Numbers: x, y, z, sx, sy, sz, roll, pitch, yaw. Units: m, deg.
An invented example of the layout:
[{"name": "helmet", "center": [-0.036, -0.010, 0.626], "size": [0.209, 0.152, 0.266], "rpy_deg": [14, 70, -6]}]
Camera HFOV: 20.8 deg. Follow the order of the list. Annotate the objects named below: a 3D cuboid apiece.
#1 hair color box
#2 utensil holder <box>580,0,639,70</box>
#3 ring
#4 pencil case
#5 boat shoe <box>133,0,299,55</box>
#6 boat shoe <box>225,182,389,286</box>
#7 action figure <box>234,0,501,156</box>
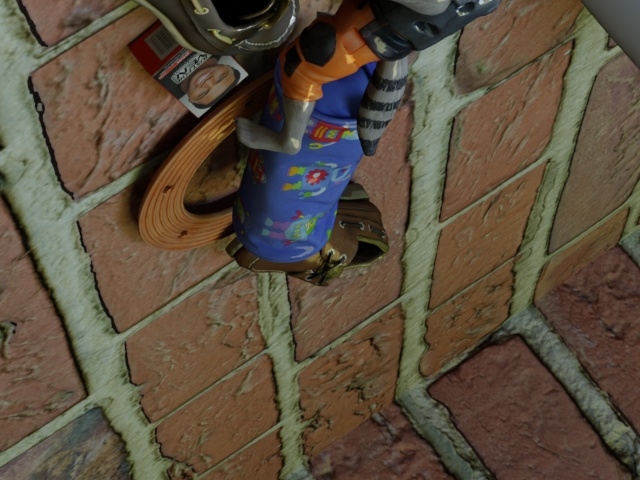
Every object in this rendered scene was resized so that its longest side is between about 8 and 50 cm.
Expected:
[{"name": "hair color box", "center": [-0.128, -0.176, 1.715], "size": [0.072, 0.043, 0.141], "rpy_deg": [-41, 162, 4]}, {"name": "utensil holder", "center": [0.490, -0.301, 2.020], "size": [0.328, 0.385, 0.327], "rpy_deg": [-33, 160, -13]}, {"name": "ring", "center": [-0.073, -0.108, 1.998], "size": [0.337, 0.032, 0.336], "rpy_deg": [-33, 160, -13]}, {"name": "pencil case", "center": [-0.011, -0.097, 1.896], "size": [0.133, 0.119, 0.306], "rpy_deg": [-6, 150, -18]}, {"name": "boat shoe", "center": [-0.083, -0.227, 1.547], "size": [0.324, 0.097, 0.116], "rpy_deg": [24, 84, -68]}, {"name": "boat shoe", "center": [0.000, 0.000, 2.208], "size": [0.111, 0.104, 0.307], "rpy_deg": [-40, 169, 32]}, {"name": "action figure", "center": [0.096, -0.231, 1.568], "size": [0.341, 0.178, 0.330], "rpy_deg": [-38, 179, -42]}]
